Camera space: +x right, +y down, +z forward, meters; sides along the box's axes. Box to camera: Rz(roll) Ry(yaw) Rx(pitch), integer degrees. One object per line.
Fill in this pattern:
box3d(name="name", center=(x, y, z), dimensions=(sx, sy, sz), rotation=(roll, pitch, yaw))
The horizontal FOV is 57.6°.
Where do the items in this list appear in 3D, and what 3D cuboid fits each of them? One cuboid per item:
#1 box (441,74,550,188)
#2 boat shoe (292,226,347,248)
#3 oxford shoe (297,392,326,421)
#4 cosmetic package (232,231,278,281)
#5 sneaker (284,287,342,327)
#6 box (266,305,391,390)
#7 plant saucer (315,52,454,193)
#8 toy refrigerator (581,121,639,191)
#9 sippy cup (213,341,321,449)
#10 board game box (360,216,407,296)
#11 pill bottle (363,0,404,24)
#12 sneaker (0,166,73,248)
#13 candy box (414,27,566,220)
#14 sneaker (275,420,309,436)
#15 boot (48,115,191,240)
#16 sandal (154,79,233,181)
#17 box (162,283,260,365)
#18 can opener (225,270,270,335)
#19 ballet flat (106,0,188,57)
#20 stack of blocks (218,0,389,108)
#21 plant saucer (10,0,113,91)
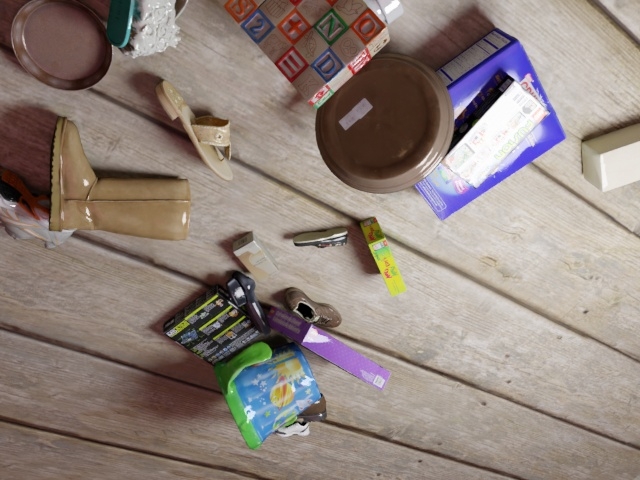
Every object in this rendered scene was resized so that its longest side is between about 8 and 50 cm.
box3d(name="box", center=(0.338, -0.210, 1.153), dimensions=(0.114, 0.036, 0.207), rotation=(30, 114, -27))
box3d(name="boat shoe", center=(0.000, 0.001, 1.378), dimensions=(0.133, 0.049, 0.042), rotation=(-9, 119, -11))
box3d(name="oxford shoe", center=(-0.096, 0.476, 1.695), dimensions=(0.227, 0.083, 0.096), rotation=(-4, 109, -11))
box3d(name="cosmetic package", center=(-0.153, 0.040, 1.378), dimensions=(0.060, 0.041, 0.115), rotation=(-30, 126, 10))
box3d(name="sneaker", center=(-0.017, 0.193, 1.499), dimensions=(0.188, 0.071, 0.066), rotation=(31, 114, -29))
box3d(name="box", center=(0.017, 0.275, 1.489), dimensions=(0.293, 0.201, 0.057), rotation=(36, 77, -31))
box3d(name="plant saucer", center=(0.118, -0.230, 1.130), dimensions=(0.278, 0.041, 0.277), rotation=(0, 90, 17))
box3d(name="toy refrigerator", center=(0.760, -0.216, 1.358), dimensions=(0.270, 0.094, 0.102), rotation=(-20, 120, 2))
box3d(name="sippy cup", center=(-0.130, 0.384, 1.515), dimensions=(0.224, 0.240, 0.305), rotation=(-26, 172, -11))
box3d(name="board game box", center=(0.153, 0.041, 1.412), dimensions=(0.043, 0.092, 0.181), rotation=(-23, 127, 5))
box3d(name="pill bottle", center=(0.031, -0.391, 1.056), dimensions=(0.221, 0.121, 0.121), rotation=(-32, 126, 11))
box3d(name="sneaker", center=(-0.628, -0.060, 1.175), dimensions=(0.262, 0.099, 0.121), rotation=(32, 118, -28))
box3d(name="candy box", center=(0.312, -0.237, 1.227), dimensions=(0.317, 0.122, 0.268), rotation=(-33, 124, 14))
box3d(name="sneaker", center=(-0.087, 0.574, 1.788), dimensions=(0.109, 0.040, 0.043), rotation=(1, 109, -17))
box3d(name="boot", center=(-0.402, -0.120, 1.182), dimensions=(0.270, 0.089, 0.236), rotation=(1, 103, -27))
box3d(name="sandal", center=(-0.219, -0.222, 1.146), dimensions=(0.079, 0.088, 0.240), rotation=(-28, 121, 16))
box3d(name="box", center=(-0.268, 0.220, 1.484), dimensions=(0.191, 0.045, 0.184), rotation=(-37, 122, 16))
box3d(name="can opener", center=(-0.174, 0.157, 1.433), dimensions=(0.073, 0.059, 0.186), rotation=(-34, 118, -18))
box3d(name="ballet flat", center=(-0.257, -0.495, 0.936), dimensions=(0.147, 0.147, 0.408), rotation=(10, 126, -18))
box3d(name="stack of blocks", center=(-0.047, -0.390, 0.962), dimensions=(0.171, 0.087, 0.297), rotation=(-42, 87, 11))
box3d(name="plant saucer", center=(-0.457, -0.351, 1.038), dimensions=(0.169, 0.029, 0.168), rotation=(-5, 126, -7))
